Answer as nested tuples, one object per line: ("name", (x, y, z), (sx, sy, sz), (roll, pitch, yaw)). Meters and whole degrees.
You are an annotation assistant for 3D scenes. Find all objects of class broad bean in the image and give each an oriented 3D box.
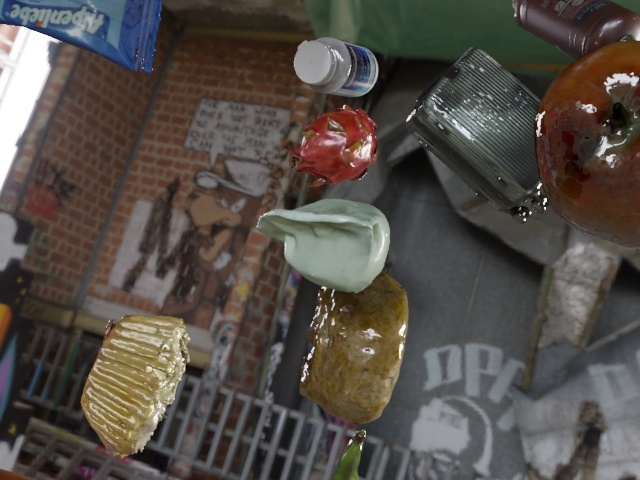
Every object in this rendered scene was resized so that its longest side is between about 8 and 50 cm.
("broad bean", (0.044, 0.451, 1.428), (0.060, 0.297, 0.043), (-10, 35, -19))

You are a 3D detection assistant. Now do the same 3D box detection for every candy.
("candy", (-0.434, -0.420, 1.364), (0.331, 0.187, 0.077), (17, 26, -5))

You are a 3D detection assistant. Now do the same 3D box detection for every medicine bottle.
("medicine bottle", (0.029, -0.338, 1.552), (0.107, 0.106, 0.191), (12, 11, 27))

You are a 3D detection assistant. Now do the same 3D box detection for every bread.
("bread", (-0.324, 0.248, 1.399), (0.149, 0.274, 0.274), (24, -11, -2))
("bread", (0.043, 0.145, 1.126), (0.123, 0.229, 0.230), (11, -10, -8))

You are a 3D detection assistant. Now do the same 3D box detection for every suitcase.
("suitcase", (0.328, -0.201, 1.496), (0.312, 0.202, 0.128), (42, -23, -1))

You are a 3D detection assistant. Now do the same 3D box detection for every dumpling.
("dumpling", (0.008, 0.013, 0.926), (0.153, 0.108, 0.219), (-11, -17, -3))

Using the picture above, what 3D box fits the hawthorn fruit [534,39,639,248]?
("hawthorn fruit", (0.412, -0.139, 1.068), (0.268, 0.267, 0.301), (11, -12, 32))

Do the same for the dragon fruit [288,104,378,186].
("dragon fruit", (0.028, -0.158, 1.361), (0.133, 0.166, 0.136), (39, -33, 53))

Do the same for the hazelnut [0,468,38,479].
("hazelnut", (-0.426, 0.383, 1.016), (0.208, 0.208, 0.208), (17, -11, 3))

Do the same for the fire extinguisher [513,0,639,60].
("fire extinguisher", (0.467, -0.373, 1.410), (0.337, 0.136, 0.114), (56, -9, 52))
